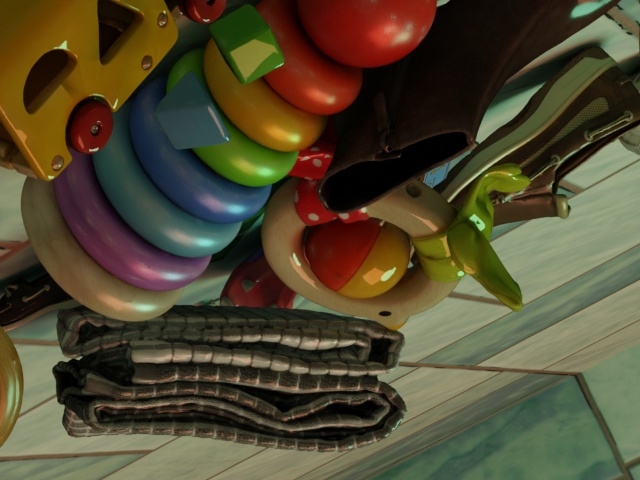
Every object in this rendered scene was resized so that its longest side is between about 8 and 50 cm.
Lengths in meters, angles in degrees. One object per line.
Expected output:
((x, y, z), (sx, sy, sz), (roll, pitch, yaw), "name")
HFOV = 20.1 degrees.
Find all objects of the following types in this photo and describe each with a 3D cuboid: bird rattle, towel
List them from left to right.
((-0.089, 0.120, 1.560), (0.284, 0.121, 0.235), (2, 180, -12), "towel")
((0.037, -0.006, 1.400), (0.254, 0.143, 0.207), (18, 140, -20), "bird rattle")

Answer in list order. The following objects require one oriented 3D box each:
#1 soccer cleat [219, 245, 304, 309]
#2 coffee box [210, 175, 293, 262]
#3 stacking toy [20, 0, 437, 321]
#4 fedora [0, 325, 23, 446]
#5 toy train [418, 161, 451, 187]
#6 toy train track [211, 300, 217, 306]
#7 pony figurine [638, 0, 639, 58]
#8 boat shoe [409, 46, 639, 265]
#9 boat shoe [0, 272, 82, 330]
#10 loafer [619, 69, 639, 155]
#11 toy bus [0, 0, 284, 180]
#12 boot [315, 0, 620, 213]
((0.000, 0.000, 1.700), (0.248, 0.083, 0.095), (-40, -169, 30), "soccer cleat")
((-0.099, -0.026, 1.486), (0.113, 0.040, 0.184), (-14, 162, -33), "coffee box")
((-0.051, -0.083, 1.204), (0.330, 0.141, 0.141), (-38, 161, 30), "stacking toy")
((-0.333, 0.105, 1.427), (0.194, 0.194, 0.079), (-24, -156, -3), "fedora")
((0.066, -0.073, 1.519), (0.105, 0.080, 0.184), (-28, 166, -9), "toy train")
((-0.112, 0.075, 1.875), (0.048, 0.014, 0.083), (-32, 171, 0), "toy train track")
((0.421, -0.113, 1.373), (0.303, 0.363, 0.351), (-7, 157, -47), "pony figurine")
((0.183, -0.053, 1.603), (0.257, 0.095, 0.095), (-45, 167, 10), "boat shoe")
((-0.243, 0.046, 1.517), (0.125, 0.038, 0.046), (-19, -164, -8), "boat shoe")
((0.423, -0.166, 1.693), (0.319, 0.112, 0.111), (-26, 174, 7), "loafer")
((-0.131, -0.131, 0.933), (0.191, 0.202, 0.104), (-19, 135, 6), "toy bus")
((0.116, -0.118, 1.224), (0.248, 0.090, 0.207), (-25, -153, 24), "boot")
